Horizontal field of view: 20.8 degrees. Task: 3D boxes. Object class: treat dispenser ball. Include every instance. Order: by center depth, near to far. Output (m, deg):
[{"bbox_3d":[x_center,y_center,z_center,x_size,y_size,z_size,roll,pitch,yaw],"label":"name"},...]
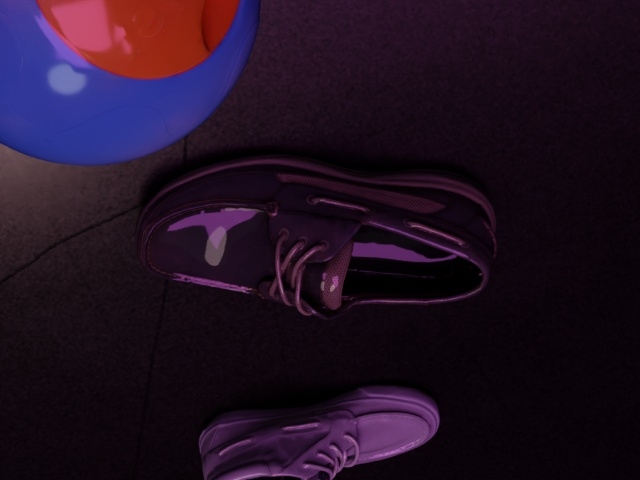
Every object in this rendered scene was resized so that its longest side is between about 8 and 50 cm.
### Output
[{"bbox_3d":[-0.192,-0.205,1.430,0.288,0.288,0.288,-3,122,-4],"label":"treat dispenser ball"}]

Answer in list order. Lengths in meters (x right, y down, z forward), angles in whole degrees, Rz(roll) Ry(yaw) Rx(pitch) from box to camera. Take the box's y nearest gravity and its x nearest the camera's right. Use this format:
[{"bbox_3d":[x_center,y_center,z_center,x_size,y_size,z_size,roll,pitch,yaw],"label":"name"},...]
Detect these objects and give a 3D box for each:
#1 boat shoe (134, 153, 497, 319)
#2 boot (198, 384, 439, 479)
[{"bbox_3d":[0.000,0.000,1.673,0.355,0.130,0.132,-3,122,-4],"label":"boat shoe"},{"bbox_3d":[0.004,0.230,1.823,0.258,0.123,0.095,-10,123,0],"label":"boot"}]
